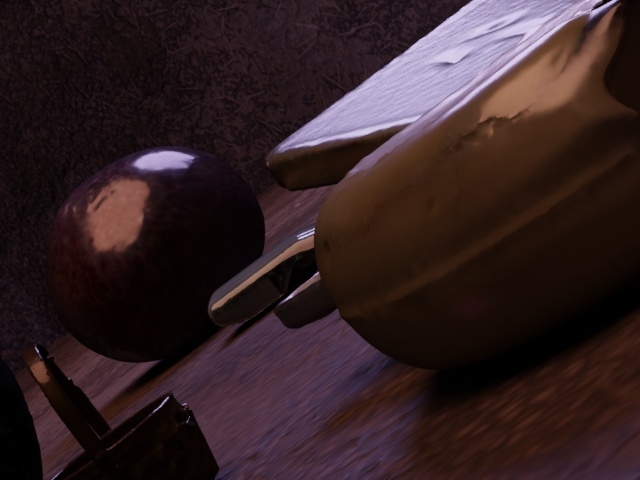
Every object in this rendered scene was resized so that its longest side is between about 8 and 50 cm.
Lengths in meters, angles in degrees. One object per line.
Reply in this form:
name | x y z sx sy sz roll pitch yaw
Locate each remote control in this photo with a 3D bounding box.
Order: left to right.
remote control | 0.000 0.000 1.230 0.166 0.029 0.065 -37 3 8

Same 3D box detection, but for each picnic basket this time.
picnic basket | -0.084 0.073 0.728 0.072 0.083 0.072 -38 3 3

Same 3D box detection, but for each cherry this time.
cherry | -0.128 0.013 1.410 0.176 0.140 0.176 -28 18 10

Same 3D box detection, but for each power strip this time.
power strip | 0.104 -0.064 0.802 0.198 0.064 0.213 -38 17 -33

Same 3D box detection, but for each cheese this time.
cheese | 0.040 -0.004 0.617 0.249 0.071 0.163 -34 5 42

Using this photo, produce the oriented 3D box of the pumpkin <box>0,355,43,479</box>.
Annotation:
pumpkin | -0.211 0.109 0.738 0.220 0.162 0.220 -14 27 7
